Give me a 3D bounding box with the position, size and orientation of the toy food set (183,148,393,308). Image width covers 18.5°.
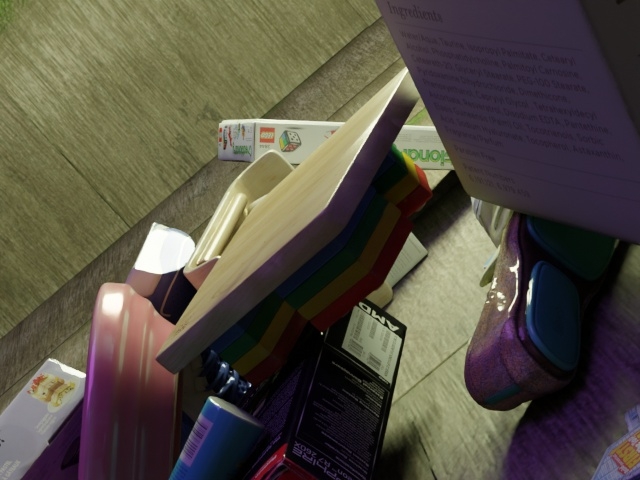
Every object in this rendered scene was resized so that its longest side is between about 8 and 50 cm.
[{"bbox_3d":[-0.016,0.044,2.033,0.092,0.220,0.306,-35,13,22],"label":"toy food set"}]

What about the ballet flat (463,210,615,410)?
[{"bbox_3d":[0.182,0.043,1.724,0.106,0.107,0.316,-42,9,31],"label":"ballet flat"}]

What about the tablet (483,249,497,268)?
[{"bbox_3d":[0.206,-0.002,2.027,0.083,0.006,0.054,-49,15,-30],"label":"tablet"}]

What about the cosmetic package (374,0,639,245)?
[{"bbox_3d":[0.250,-0.252,1.618,0.329,0.394,0.327,-37,26,-18],"label":"cosmetic package"}]

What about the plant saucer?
[{"bbox_3d":[-0.177,0.207,1.860,0.084,0.332,0.332,3,14,-3],"label":"plant saucer"}]

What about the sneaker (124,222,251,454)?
[{"bbox_3d":[-0.132,0.137,2.075,0.127,0.182,0.316,-72,-5,-54],"label":"sneaker"}]

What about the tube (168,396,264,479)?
[{"bbox_3d":[-0.117,0.228,1.596,0.207,0.052,0.080,-61,-2,3],"label":"tube"}]

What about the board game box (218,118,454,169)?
[{"bbox_3d":[0.046,-0.113,2.342,0.305,0.053,0.193,2,2,-15],"label":"board game box"}]

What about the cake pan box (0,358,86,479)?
[{"bbox_3d":[-0.316,0.287,1.941,0.267,0.070,0.246,-54,-19,-40],"label":"cake pan box"}]

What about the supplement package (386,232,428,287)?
[{"bbox_3d":[-0.023,0.044,2.253,0.244,0.134,0.139,-43,12,-11],"label":"supplement package"}]

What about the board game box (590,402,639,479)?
[{"bbox_3d":[0.257,0.123,1.307,0.194,0.060,0.194,-38,13,10],"label":"board game box"}]

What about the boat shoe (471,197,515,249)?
[{"bbox_3d":[0.240,-0.111,1.924,0.094,0.109,0.302,-109,32,-46],"label":"boat shoe"}]

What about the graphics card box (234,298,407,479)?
[{"bbox_3d":[-0.038,0.207,1.718,0.233,0.094,0.371,-53,8,21],"label":"graphics card box"}]

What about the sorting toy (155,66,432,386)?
[{"bbox_3d":[0.000,0.000,1.762,0.257,0.089,0.255,-41,12,39],"label":"sorting toy"}]
